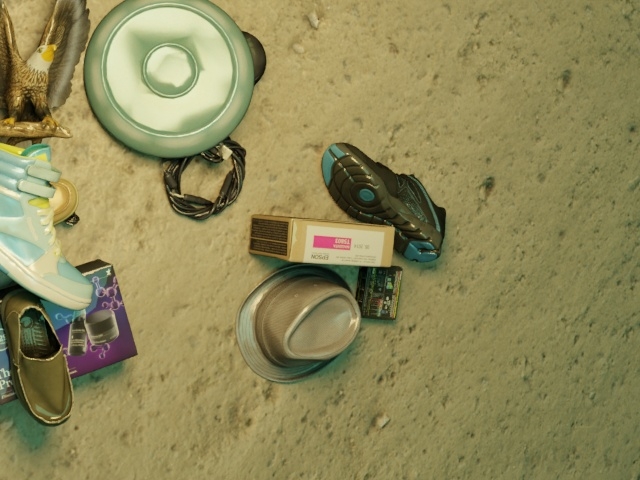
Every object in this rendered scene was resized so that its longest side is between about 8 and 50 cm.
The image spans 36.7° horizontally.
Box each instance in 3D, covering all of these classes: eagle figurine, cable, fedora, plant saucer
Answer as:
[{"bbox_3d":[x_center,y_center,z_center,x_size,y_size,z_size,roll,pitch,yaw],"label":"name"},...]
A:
[{"bbox_3d":[-0.509,-0.305,1.668,0.226,0.225,0.298,42,34,-65],"label":"eagle figurine"},{"bbox_3d":[-0.217,-0.127,1.893,0.184,0.047,0.150,-29,106,-24],"label":"cable"},{"bbox_3d":[-0.024,0.175,1.982,0.275,0.124,0.244,-21,104,-25],"label":"fedora"},{"bbox_3d":[-0.278,-0.312,1.786,0.317,0.044,0.317,0,89,-9],"label":"plant saucer"}]

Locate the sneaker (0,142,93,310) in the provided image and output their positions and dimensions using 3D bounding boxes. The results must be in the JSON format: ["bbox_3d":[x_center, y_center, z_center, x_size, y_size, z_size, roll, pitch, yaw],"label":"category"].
[{"bbox_3d":[-0.465,-0.037,1.605,0.319,0.127,0.208,41,86,-27],"label":"sneaker"}]

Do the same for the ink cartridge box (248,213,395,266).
[{"bbox_3d":[0.000,0.000,1.939,0.234,0.193,0.088,5,92,-28],"label":"ink cartridge box"}]

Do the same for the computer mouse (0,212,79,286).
[{"bbox_3d":[-0.531,0.003,1.740,0.106,0.042,0.193,40,76,-26],"label":"computer mouse"}]

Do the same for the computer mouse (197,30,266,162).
[{"bbox_3d":[-0.192,-0.300,1.851,0.188,0.072,0.272,36,71,-9],"label":"computer mouse"}]

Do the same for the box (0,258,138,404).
[{"bbox_3d":[-0.488,0.161,1.747,0.261,0.103,0.184,-19,101,-25],"label":"box"}]

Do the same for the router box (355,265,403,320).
[{"bbox_3d":[0.126,0.111,2.105,0.092,0.038,0.122,8,91,-28],"label":"router box"}]

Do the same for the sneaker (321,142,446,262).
[{"bbox_3d":[0.138,-0.099,2.067,0.341,0.125,0.139,43,47,-22],"label":"sneaker"}]

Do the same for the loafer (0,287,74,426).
[{"bbox_3d":[-0.483,0.208,1.646,0.094,0.087,0.251,-22,106,-24],"label":"loafer"}]

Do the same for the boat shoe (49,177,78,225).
[{"bbox_3d":[-0.560,-0.056,1.665,0.285,0.089,0.104,-13,86,-18],"label":"boat shoe"}]
